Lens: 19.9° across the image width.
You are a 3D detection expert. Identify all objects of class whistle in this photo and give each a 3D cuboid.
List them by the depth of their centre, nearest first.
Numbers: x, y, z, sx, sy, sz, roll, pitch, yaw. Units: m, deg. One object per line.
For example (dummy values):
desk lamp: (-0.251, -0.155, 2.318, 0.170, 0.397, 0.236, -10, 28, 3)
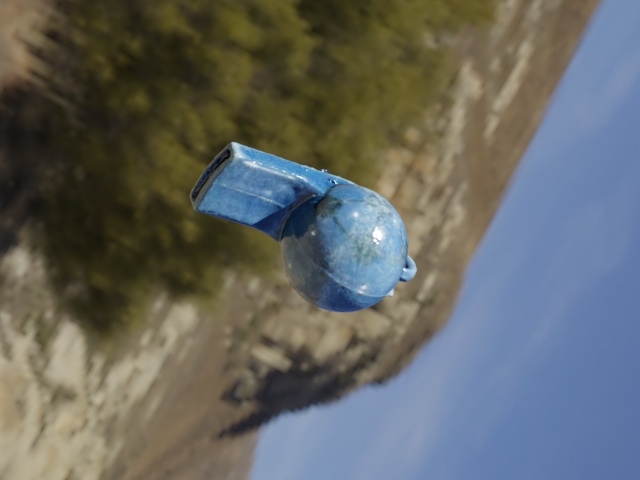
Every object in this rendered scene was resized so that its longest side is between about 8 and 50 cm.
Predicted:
whistle: (0.000, 0.000, 1.160, 0.090, 0.158, 0.090, -25, -122, 46)
